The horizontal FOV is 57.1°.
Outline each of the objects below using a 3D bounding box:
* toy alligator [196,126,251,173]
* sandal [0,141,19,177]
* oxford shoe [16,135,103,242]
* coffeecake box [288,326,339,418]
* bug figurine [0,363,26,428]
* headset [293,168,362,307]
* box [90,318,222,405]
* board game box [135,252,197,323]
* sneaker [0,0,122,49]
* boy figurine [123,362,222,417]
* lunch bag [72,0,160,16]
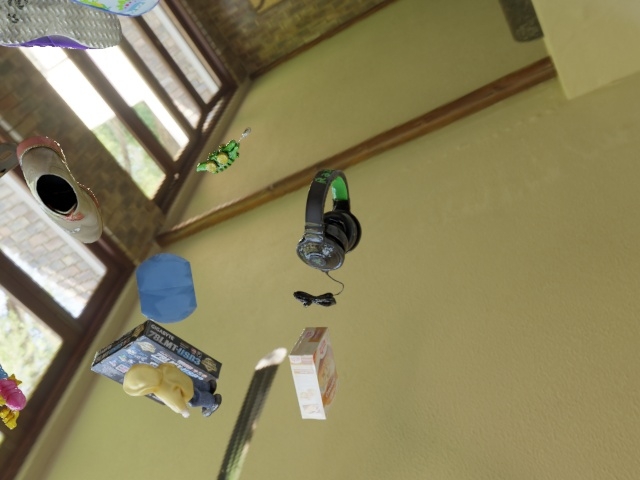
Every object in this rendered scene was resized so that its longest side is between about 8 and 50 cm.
[{"bbox_3d":[-0.234,-0.217,1.498,0.189,0.051,0.056,-31,-146,22],"label":"toy alligator"},{"bbox_3d":[-0.822,-0.177,1.470,0.060,0.090,0.219,-17,-150,37],"label":"sandal"},{"bbox_3d":[-0.611,-0.082,1.402,0.123,0.348,0.130,-25,-124,-8],"label":"oxford shoe"},{"bbox_3d":[-0.013,0.336,1.506,0.068,0.186,0.142,-4,-160,19],"label":"coffeecake box"},{"bbox_3d":[-0.650,0.240,1.112,0.216,0.279,0.072,30,-117,34],"label":"bug figurine"},{"bbox_3d":[0.000,0.000,1.605,0.185,0.394,0.243,4,-158,19],"label":"headset"},{"bbox_3d":[-0.517,0.396,1.862,0.293,0.295,0.073,-32,-146,31],"label":"box"},{"bbox_3d":[-0.372,0.116,1.407,0.133,0.169,0.033,-6,170,-31],"label":"board game box"},{"bbox_3d":[-0.568,-0.449,1.219,0.146,0.102,0.293,11,-163,41],"label":"sneaker"},{"bbox_3d":[-0.402,0.408,1.606,0.092,0.285,0.177,-49,-136,13],"label":"boy figurine"},{"bbox_3d":[-0.273,-0.420,0.821,0.219,0.090,0.176,-28,168,35],"label":"lunch bag"}]
